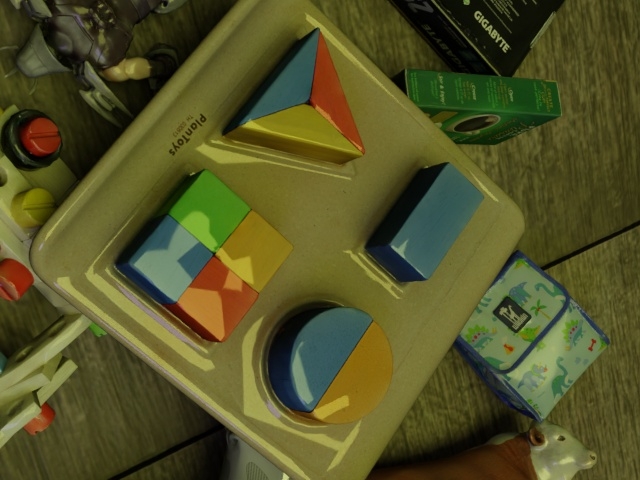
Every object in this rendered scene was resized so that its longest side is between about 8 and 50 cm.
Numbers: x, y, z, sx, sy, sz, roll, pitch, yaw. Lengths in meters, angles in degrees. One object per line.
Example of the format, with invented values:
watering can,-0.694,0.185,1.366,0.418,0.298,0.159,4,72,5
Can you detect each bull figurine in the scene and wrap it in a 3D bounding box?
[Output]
bull figurine,0.164,0.304,1.009,0.310,0.101,0.189,-8,67,-13

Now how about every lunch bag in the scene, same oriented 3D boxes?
lunch bag,0.227,0.106,1.040,0.129,0.096,0.151,-46,103,-10

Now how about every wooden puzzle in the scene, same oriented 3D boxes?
wooden puzzle,0.000,0.000,0.749,0.348,0.080,0.322,43,70,-20

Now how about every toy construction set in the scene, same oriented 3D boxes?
toy construction set,-0.265,0.014,0.713,0.215,0.151,0.328,-60,139,-40

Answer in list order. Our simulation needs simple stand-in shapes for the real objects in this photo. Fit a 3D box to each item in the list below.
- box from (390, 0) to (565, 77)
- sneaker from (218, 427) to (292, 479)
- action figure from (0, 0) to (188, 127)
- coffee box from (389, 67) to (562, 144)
box,0.138,-0.351,0.900,0.322,0.079,0.257,39,80,-29
sneaker,-0.079,0.079,0.847,0.257,0.169,0.448,25,80,-23
action figure,-0.144,-0.217,0.770,0.285,0.099,0.185,-40,123,-11
coffee box,0.134,-0.130,0.924,0.184,0.113,0.041,-1,79,-27
